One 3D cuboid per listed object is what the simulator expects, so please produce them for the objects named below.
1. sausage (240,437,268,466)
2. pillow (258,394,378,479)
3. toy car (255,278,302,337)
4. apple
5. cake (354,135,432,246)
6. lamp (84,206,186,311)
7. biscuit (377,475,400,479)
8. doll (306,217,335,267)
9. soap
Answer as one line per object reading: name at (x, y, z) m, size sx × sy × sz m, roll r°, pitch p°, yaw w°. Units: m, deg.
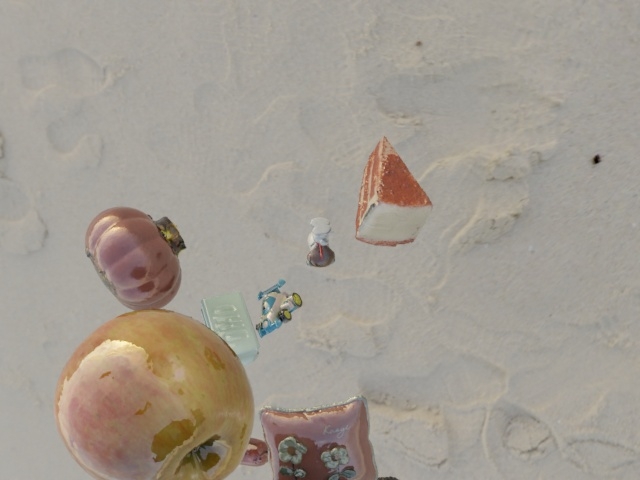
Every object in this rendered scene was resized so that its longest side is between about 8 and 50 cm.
sausage at (-0.196, 0.561, 1.782) m, size 0.141 × 0.076 × 0.076 m, roll 2°, pitch 101°, yaw 17°
pillow at (-0.001, 0.340, 1.090) m, size 0.179 × 0.075 × 0.172 m, roll -9°, pitch 107°, yaw 3°
toy car at (-0.138, 0.193, 1.876) m, size 0.126 × 0.161 × 0.098 m, roll -33°, pitch 99°, yaw 28°
apple at (-0.326, 0.345, 1.380) m, size 0.346 × 0.391 × 0.392 m, roll 28°, pitch 115°, yaw 40°
cake at (0.189, -0.120, 1.669) m, size 0.159 × 0.262 × 0.158 m, roll 17°, pitch 139°, yaw -8°
lamp at (-0.487, 0.040, 1.809) m, size 0.305 × 0.239 × 0.305 m, roll 49°, pitch 161°, yaw 24°
biscuit at (0.146, 0.640, 1.535) m, size 0.053 × 0.194 × 0.195 m, roll -11°, pitch 94°, yaw 43°
doll at (0.002, 0.005, 0.897) m, size 0.040 × 0.085 × 0.058 m, roll -9°, pitch 80°, yaw -10°
soap at (-0.243, 0.240, 1.798) m, size 0.067 × 0.119 × 0.198 m, roll 97°, pitch 154°, yaw -49°
